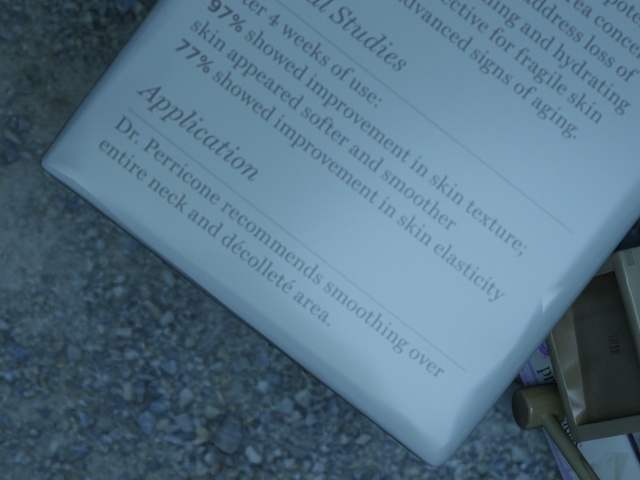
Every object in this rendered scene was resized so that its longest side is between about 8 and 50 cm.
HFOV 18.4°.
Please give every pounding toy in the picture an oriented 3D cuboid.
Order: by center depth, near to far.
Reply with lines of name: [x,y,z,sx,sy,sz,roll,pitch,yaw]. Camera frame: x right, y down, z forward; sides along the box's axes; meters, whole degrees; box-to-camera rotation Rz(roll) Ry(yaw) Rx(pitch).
pounding toy: [0.228,0.104,1.466,0.094,0.206,0.181,-12,85,-25]

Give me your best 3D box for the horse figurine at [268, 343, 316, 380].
horse figurine: [0.000,0.000,1.576,0.174,0.066,0.263,-43,87,9]

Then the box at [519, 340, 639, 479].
box: [0.235,0.199,1.595,0.063,0.067,0.324,-22,98,9]

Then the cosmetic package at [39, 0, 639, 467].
cosmetic package: [0.061,-0.107,1.377,0.329,0.327,0.394,39,90,-2]
